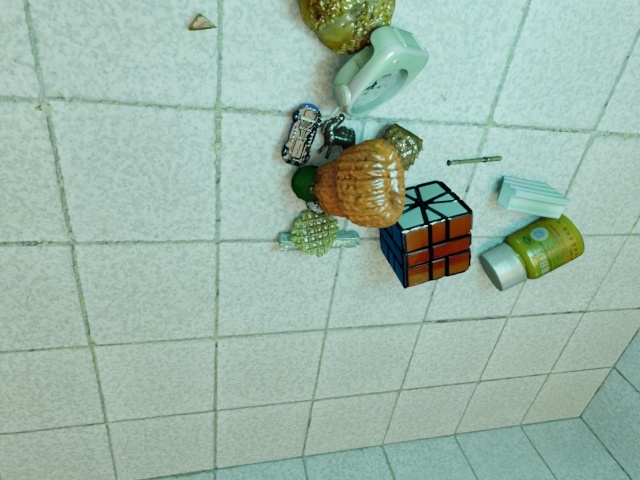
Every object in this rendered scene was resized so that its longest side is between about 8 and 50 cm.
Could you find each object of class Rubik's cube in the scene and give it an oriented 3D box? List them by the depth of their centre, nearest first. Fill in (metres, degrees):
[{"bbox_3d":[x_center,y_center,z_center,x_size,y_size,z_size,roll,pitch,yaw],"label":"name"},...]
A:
[{"bbox_3d":[0.396,-0.030,1.730,0.293,0.288,0.284,-12,124,-6],"label":"Rubik's cube"}]

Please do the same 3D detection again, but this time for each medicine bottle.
[{"bbox_3d":[0.922,0.055,1.970,0.384,0.224,0.224,-28,126,5],"label":"medicine bottle"}]

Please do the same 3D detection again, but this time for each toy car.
[{"bbox_3d":[-0.067,-0.358,1.518,0.103,0.063,0.216,12,113,-23],"label":"toy car"}]

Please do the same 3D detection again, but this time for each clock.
[{"bbox_3d":[0.159,-0.500,1.384,0.324,0.109,0.265,-37,171,37],"label":"clock"}]

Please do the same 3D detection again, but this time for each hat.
[{"bbox_3d":[0.065,-0.178,1.475,0.400,0.285,0.285,-4,129,23],"label":"hat"}]

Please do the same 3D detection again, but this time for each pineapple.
[{"bbox_3d":[0.216,-0.241,1.621,0.165,0.166,0.365,22,116,-27],"label":"pineapple"}]

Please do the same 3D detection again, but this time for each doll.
[{"bbox_3d":[0.065,-0.359,1.561,0.139,0.057,0.165,8,115,-17],"label":"doll"}]

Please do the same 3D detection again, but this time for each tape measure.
[{"bbox_3d":[-0.009,-0.140,1.670,0.094,0.054,0.091,43,85,-15],"label":"tape measure"}]

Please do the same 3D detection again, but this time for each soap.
[{"bbox_3d":[0.848,-0.177,1.825,0.289,0.173,0.095,6,121,-20],"label":"soap"}]

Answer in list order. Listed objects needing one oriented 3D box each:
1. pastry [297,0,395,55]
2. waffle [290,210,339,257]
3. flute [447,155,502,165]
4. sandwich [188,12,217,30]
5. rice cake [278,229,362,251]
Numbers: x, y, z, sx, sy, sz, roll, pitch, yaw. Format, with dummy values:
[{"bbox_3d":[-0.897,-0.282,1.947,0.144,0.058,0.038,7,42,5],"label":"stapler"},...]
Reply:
[{"bbox_3d":[0.081,-0.688,1.266,0.284,0.184,0.316,-33,125,6],"label":"pastry"},{"bbox_3d":[-0.020,-0.035,1.708,0.169,0.036,0.184,30,82,-12],"label":"waffle"},{"bbox_3d":[0.608,-0.314,1.759,0.232,0.027,0.027,-7,124,-12],"label":"flute"},{"bbox_3d":[-0.342,-0.626,1.282,0.083,0.031,0.044,-13,129,-10],"label":"sandwich"},{"bbox_3d":[0.000,0.000,1.770,0.336,0.066,0.063,-2,127,-16],"label":"rice cake"}]
